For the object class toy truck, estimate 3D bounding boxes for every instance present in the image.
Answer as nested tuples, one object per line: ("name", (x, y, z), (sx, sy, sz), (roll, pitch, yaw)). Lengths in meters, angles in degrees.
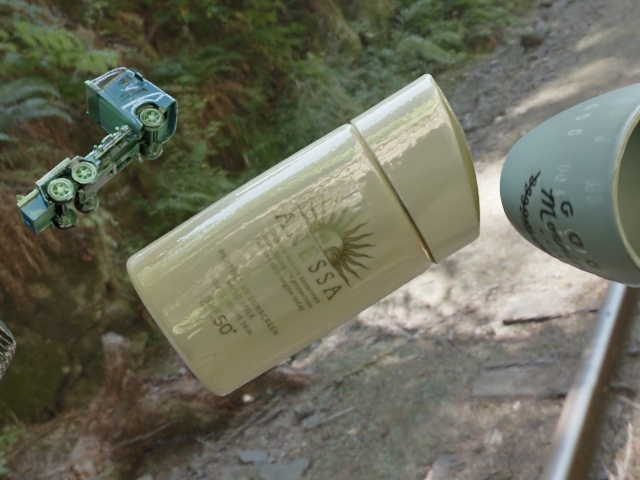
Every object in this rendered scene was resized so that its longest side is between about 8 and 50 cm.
("toy truck", (-0.214, -0.083, 0.755), (0.175, 0.081, 0.067), (-47, -9, -27))

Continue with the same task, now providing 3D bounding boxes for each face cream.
("face cream", (0.000, 0.000, 0.810), (0.348, 0.173, 0.081), (-31, 15, 2))

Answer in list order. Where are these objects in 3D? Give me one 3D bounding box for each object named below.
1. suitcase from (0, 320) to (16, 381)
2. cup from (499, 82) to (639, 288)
("suitcase", (-0.418, 0.081, 0.666), (0.128, 0.312, 0.202), (-29, 31, 29))
("cup", (0.305, -0.020, 0.790), (0.186, 0.258, 0.234), (-36, 11, -12))
